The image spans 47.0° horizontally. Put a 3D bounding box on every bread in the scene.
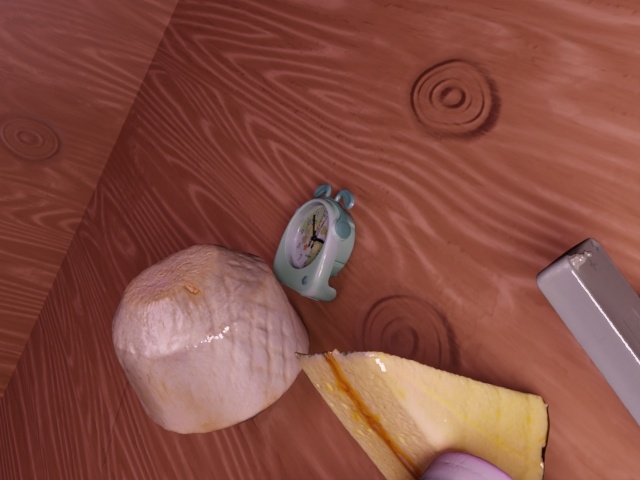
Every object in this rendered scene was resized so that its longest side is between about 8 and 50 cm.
[{"bbox_3d":[0.097,0.223,0.792,0.167,0.264,0.163,-16,59,57],"label":"bread"}]

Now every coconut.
[{"bbox_3d":[-0.175,0.175,1.194,0.328,0.328,0.329,-30,51,44],"label":"coconut"}]

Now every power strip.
[{"bbox_3d":[0.301,0.091,0.677,0.061,0.145,0.216,-40,80,37],"label":"power strip"}]

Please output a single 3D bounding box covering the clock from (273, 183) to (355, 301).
[{"bbox_3d":[-0.001,-0.001,1.221,0.148,0.060,0.189,28,96,57],"label":"clock"}]

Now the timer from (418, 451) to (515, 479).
[{"bbox_3d":[0.172,0.301,0.695,0.208,0.069,0.191,38,146,20],"label":"timer"}]
